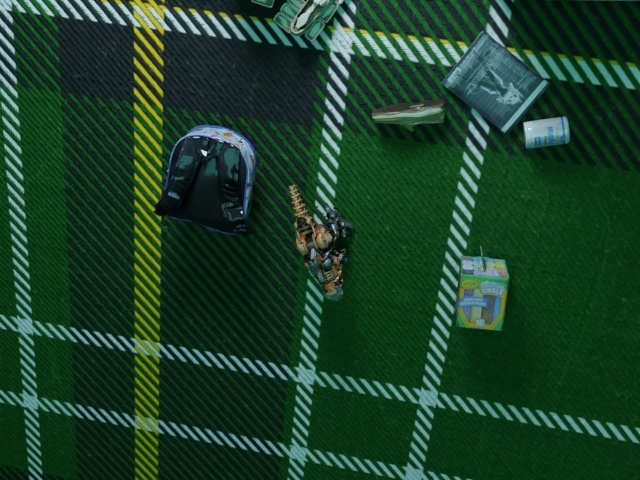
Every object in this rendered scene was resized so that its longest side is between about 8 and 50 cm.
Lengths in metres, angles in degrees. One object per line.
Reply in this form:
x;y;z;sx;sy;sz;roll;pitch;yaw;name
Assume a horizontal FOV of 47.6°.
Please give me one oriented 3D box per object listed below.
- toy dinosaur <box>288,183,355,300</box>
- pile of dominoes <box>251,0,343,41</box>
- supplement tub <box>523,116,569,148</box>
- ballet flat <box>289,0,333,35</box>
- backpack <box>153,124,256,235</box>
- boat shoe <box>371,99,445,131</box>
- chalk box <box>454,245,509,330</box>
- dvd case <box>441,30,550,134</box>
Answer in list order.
0.000;0.000;1.988;0.164;0.218;0.322;1;112;10;toy dinosaur
-0.031;-0.650;1.841;0.196;0.040;0.251;37;105;-6;pile of dominoes
0.576;-0.275;1.853;0.107;0.071;0.071;-8;110;13;supplement tub
-0.015;-0.579;1.811;0.057;0.052;0.168;37;105;-6;ballet flat
-0.289;-0.177;1.975;0.276;0.213;0.263;13;122;-2;backpack
0.231;-0.318;1.904;0.190;0.068;0.072;-3;123;11;boat shoe
0.447;0.123;2.005;0.132;0.132;0.213;5;114;8;chalk box
0.447;-0.400;1.854;0.221;0.018;0.164;36;112;-5;dvd case
